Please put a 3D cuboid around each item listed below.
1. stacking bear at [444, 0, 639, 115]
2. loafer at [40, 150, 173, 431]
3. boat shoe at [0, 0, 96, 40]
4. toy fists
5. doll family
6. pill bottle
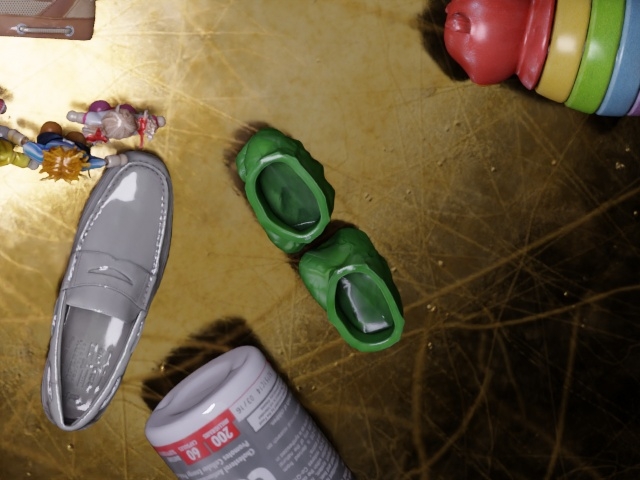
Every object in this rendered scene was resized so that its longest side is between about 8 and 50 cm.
[{"bbox_3d":[0.279,-0.217,1.621,0.289,0.175,0.164,10,118,0],"label":"stacking bear"},{"bbox_3d":[-0.232,0.059,1.605,0.112,0.111,0.319,13,97,-11],"label":"loafer"},{"bbox_3d":[-0.392,-0.235,1.529,0.324,0.123,0.116,-8,103,-6],"label":"boat shoe"},{"bbox_3d":[0.000,0.000,1.620,0.096,0.142,0.279,-33,103,12],"label":"toy fists"},{"bbox_3d":[-0.302,-0.102,1.540,0.263,0.163,0.118,9,98,-10],"label":"doll family"},{"bbox_3d":[-0.055,0.274,1.643,0.161,0.161,0.283,-37,102,-2],"label":"pill bottle"}]
